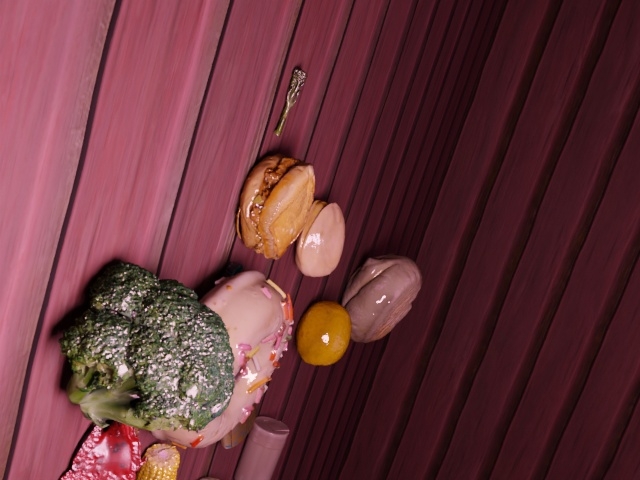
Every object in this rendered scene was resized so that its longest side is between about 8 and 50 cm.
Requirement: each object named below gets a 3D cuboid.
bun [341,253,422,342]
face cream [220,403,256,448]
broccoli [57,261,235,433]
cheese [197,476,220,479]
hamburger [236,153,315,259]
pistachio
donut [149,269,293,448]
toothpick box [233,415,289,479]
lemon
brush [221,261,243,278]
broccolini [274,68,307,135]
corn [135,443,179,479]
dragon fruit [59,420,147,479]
[{"bbox_3d":[0.201,0.192,2.311,0.365,0.219,0.365,-43,159,-21],"label":"bun"},{"bbox_3d":[-0.203,0.378,1.557,0.285,0.067,0.139,94,22,-45],"label":"face cream"},{"bbox_3d":[-0.252,0.178,0.969,0.265,0.245,0.294,-113,180,-48],"label":"broccoli"},{"bbox_3d":[-0.313,0.752,1.595,0.326,0.115,0.318,-69,163,6],"label":"cheese"},{"bbox_3d":[-0.085,-0.073,1.318,0.214,0.108,0.214,-54,156,-37],"label":"hamburger"},{"bbox_3d":[0.000,0.000,1.645,0.145,0.117,0.200,-23,131,-60],"label":"pistachio"},{"bbox_3d":[-0.186,0.242,1.269,0.383,0.142,0.383,-53,162,-25],"label":"donut"},{"bbox_3d":[-0.170,0.610,1.859,0.181,0.111,0.111,-69,163,5],"label":"toothpick box"},{"bbox_3d":[0.010,0.272,1.923,0.170,0.170,0.207,64,42,-67],"label":"lemon"},{"bbox_3d":[-0.209,0.129,1.323,0.193,0.032,0.043,-63,168,16],"label":"brush"},{"bbox_3d":[-0.063,-0.277,1.298,0.140,0.030,0.035,-67,-161,11],"label":"broccolini"},{"bbox_3d":[-0.342,0.527,1.291,0.081,0.081,0.248,-20,130,-68],"label":"corn"},{"bbox_3d":[-0.356,0.337,1.093,0.092,0.122,0.192,8,-103,67],"label":"dragon fruit"}]
